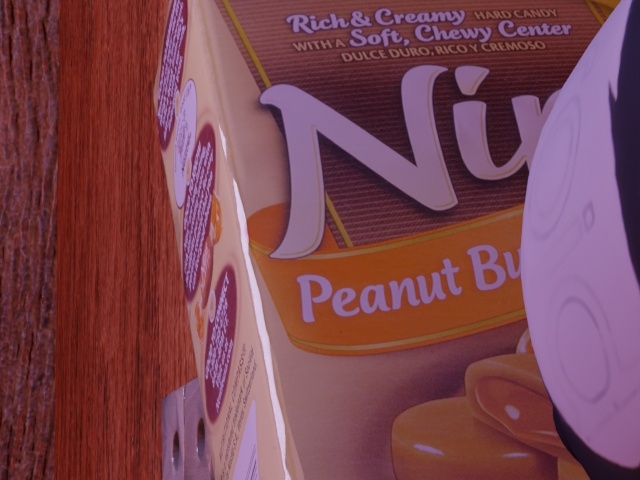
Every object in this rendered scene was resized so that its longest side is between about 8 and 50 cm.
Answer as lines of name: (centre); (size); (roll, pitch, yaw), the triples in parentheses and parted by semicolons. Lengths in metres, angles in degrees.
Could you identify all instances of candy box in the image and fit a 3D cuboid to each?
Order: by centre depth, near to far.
candy box: (0.053, 0.022, 0.632); (0.316, 0.182, 0.088); (-103, 21, -44)

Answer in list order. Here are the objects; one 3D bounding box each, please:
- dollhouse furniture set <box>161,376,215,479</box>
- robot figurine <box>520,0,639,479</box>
dollhouse furniture set: (-0.006, 0.164, 0.957); (0.129, 0.129, 0.184); (143, 128, -71)
robot figurine: (0.140, -0.015, 0.331); (0.278, 0.173, 0.209); (118, 147, -61)
